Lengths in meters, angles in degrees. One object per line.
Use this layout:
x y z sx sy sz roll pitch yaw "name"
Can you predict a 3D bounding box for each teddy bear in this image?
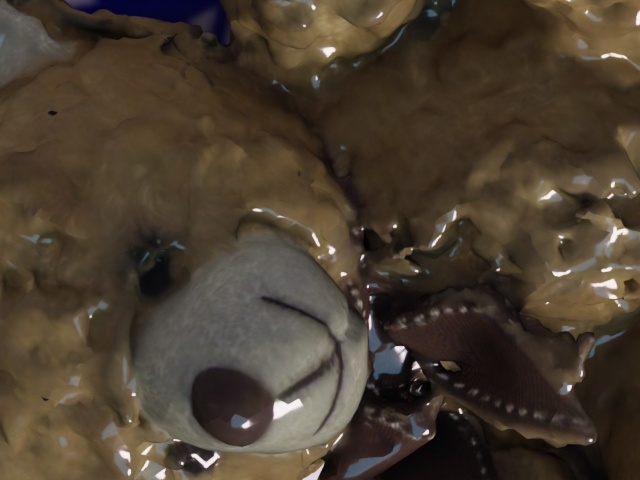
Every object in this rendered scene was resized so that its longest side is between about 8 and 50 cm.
0.000 0.000 0.549 0.256 0.156 0.267 -15 105 -13 "teddy bear"
